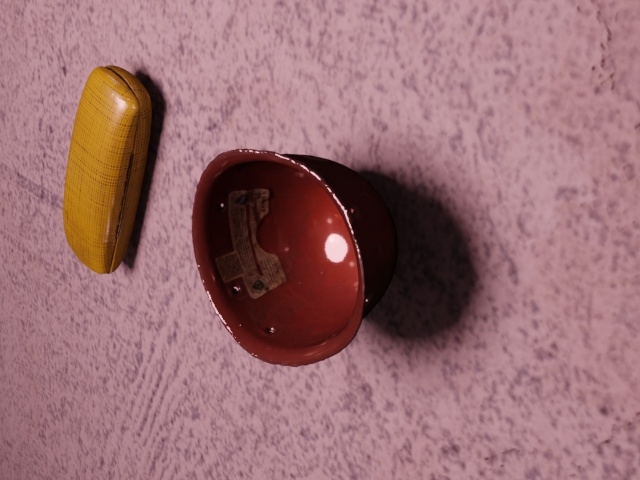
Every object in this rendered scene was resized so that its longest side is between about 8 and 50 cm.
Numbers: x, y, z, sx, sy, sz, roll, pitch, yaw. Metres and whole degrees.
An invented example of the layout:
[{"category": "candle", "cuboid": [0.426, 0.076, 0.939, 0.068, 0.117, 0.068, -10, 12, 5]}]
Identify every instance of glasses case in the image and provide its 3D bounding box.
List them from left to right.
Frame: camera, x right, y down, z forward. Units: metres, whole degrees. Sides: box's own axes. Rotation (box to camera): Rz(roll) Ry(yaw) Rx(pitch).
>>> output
[{"category": "glasses case", "cuboid": [-0.214, -0.067, 0.969, 0.079, 0.064, 0.234, 45, 135, 28]}]

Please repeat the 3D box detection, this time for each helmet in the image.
[{"category": "helmet", "cuboid": [0.000, 0.000, 0.684, 0.175, 0.106, 0.155, -9, 98, 51]}]
